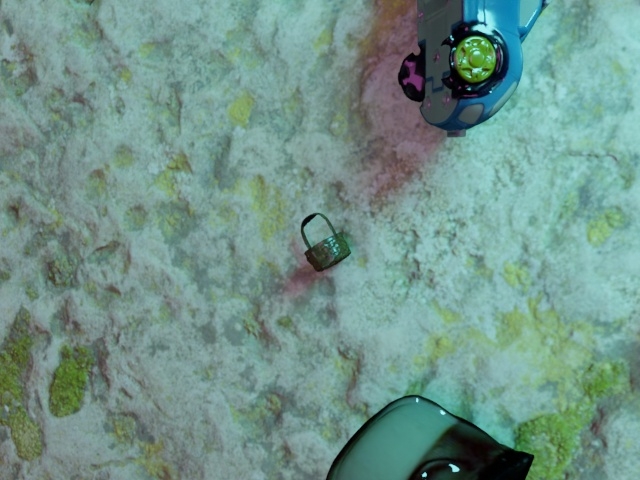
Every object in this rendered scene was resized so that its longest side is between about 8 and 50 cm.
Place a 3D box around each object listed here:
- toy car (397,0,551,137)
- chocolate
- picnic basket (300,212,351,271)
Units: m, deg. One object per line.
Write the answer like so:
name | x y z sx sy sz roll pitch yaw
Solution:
toy car | 0.200 -0.290 0.863 0.166 0.198 0.314 -2 96 -9
chocolate | 0.122 0.329 0.906 0.186 0.284 0.283 44 109 33
picnic basket | 0.000 0.000 1.016 0.072 0.072 0.083 -31 84 21
